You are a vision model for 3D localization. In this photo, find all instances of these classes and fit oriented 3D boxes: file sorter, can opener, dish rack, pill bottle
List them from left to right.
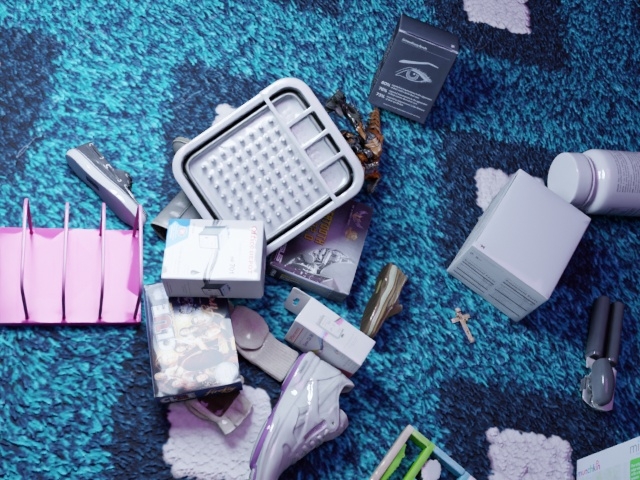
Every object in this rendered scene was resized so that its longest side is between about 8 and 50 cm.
[{"bbox_3d":[-0.482,0.036,1.561,0.290,0.182,0.202,1,64,-16],"label":"file sorter"},{"bbox_3d":[-0.108,-0.143,1.722,0.332,0.072,0.286,-35,93,-3],"label":"dish rack"},{"bbox_3d":[0.645,0.246,1.849,0.075,0.095,0.284,23,60,-6],"label":"can opener"},{"bbox_3d":[0.717,-0.142,2.030,0.282,0.160,0.161,2,64,-16],"label":"pill bottle"}]

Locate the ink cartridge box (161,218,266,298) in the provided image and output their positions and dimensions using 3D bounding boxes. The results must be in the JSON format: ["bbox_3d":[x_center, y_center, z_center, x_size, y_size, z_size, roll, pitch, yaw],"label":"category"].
[{"bbox_3d":[-0.205,0.035,1.621,0.190,0.082,0.140,0,59,1],"label":"ink cartridge box"}]

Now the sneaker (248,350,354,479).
[{"bbox_3d":[-0.032,0.361,1.573,0.152,0.114,0.305,28,60,0],"label":"sneaker"}]

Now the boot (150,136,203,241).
[{"bbox_3d":[-0.293,-0.099,1.758,0.189,0.076,0.208,37,66,3],"label":"boot"}]

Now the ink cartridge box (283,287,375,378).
[{"bbox_3d":[0.000,0.190,1.669,0.198,0.115,0.067,35,60,4],"label":"ink cartridge box"}]

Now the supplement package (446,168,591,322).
[{"bbox_3d":[0.453,0.011,1.881,0.204,0.145,0.262,36,60,3],"label":"supplement package"}]

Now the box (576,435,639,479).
[{"bbox_3d":[0.619,0.524,1.605,0.126,0.262,0.231,15,62,-9],"label":"box"}]

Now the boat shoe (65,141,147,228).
[{"bbox_3d":[-0.431,-0.122,1.723,0.228,0.080,0.076,41,61,14],"label":"boat shoe"}]

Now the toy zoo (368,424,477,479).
[{"bbox_3d":[0.234,0.528,1.619,0.293,0.030,0.192,40,60,6],"label":"toy zoo"}]

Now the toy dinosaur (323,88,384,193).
[{"bbox_3d":[0.064,-0.217,1.900,0.218,0.164,0.322,43,21,-9],"label":"toy dinosaur"}]

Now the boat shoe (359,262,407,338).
[{"bbox_3d":[0.145,0.137,1.773,0.072,0.068,0.190,33,59,-12],"label":"boat shoe"}]

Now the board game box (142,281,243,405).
[{"bbox_3d":[-0.250,0.186,1.600,0.165,0.042,0.243,-10,59,-7],"label":"board game box"}]

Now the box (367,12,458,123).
[{"bbox_3d":[0.221,-0.409,1.974,0.153,0.207,0.108,21,36,-7],"label":"box"}]

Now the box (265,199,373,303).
[{"bbox_3d":[0.000,0.000,1.799,0.183,0.056,0.231,22,60,-5],"label":"box"}]

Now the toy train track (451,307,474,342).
[{"bbox_3d":[0.320,0.186,1.827,0.048,0.014,0.083,-15,70,-23],"label":"toy train track"}]

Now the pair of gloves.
[{"bbox_3d":[-0.180,0.241,1.632,0.204,0.042,0.240,41,59,6],"label":"pair of gloves"}]
